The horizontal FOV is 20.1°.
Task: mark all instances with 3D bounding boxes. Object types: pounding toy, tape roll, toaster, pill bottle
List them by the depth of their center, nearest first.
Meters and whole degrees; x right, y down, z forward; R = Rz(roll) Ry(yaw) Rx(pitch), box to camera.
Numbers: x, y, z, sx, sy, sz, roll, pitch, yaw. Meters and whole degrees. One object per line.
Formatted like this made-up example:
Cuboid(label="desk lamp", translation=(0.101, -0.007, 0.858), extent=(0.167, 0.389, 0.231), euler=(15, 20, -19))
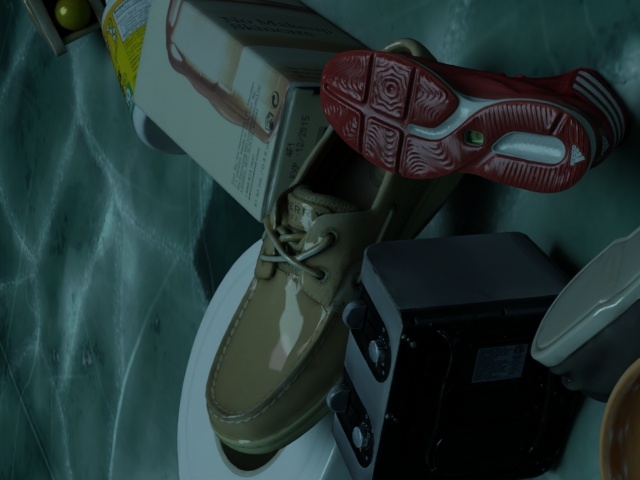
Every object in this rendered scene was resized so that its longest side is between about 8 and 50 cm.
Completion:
Cuboid(label="toaster", translation=(0.105, 0.089, 1.313), extent=(0.110, 0.185, 0.168), euler=(-124, 36, -50))
Cuboid(label="tape roll", translation=(-0.013, 0.136, 1.531), extent=(0.286, 0.100, 0.286), euler=(-31, 52, 49))
Cuboid(label="pill bottle", translation=(-0.159, -0.199, 1.850), extent=(0.117, 0.117, 0.208), euler=(-60, 40, 42))
Cuboid(label="pounding toy", translation=(-0.304, -0.367, 2.099), extent=(0.269, 0.155, 0.154), euler=(65, 169, -18))

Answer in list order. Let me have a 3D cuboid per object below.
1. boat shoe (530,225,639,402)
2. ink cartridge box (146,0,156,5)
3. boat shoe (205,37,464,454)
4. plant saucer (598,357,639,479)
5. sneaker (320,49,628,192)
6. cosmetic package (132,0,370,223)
Cuboid(label="boat shoe", translation=(0.261, 0.007, 1.121), extent=(0.335, 0.095, 0.112), euler=(-45, 15, 48))
Cuboid(label="ink cartridge box", translation=(-0.115, -0.346, 1.674), extent=(0.093, 0.154, 0.212), euler=(-131, 29, -52))
Cuboid(label="boat shoe", translation=(0.000, 0.000, 1.387), extent=(0.121, 0.110, 0.341), euler=(17, 70, 38))
Cuboid(label="plant saucer", translation=(0.259, 0.151, 1.102), extent=(0.200, 0.037, 0.200), euler=(21, 119, 43))
Cuboid(label="sneaker", translation=(0.117, -0.091, 1.304), extent=(0.221, 0.128, 0.087), euler=(22, 113, 28))
Cuboid(label="cosmetic package", translation=(-0.038, -0.125, 1.595), extent=(0.296, 0.153, 0.129), euler=(40, 123, 53))
